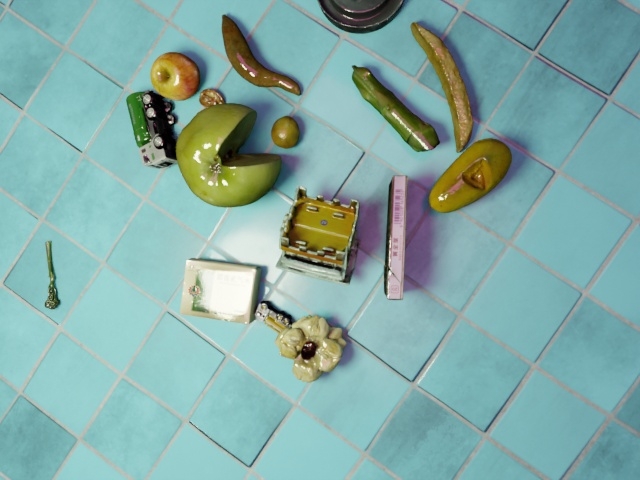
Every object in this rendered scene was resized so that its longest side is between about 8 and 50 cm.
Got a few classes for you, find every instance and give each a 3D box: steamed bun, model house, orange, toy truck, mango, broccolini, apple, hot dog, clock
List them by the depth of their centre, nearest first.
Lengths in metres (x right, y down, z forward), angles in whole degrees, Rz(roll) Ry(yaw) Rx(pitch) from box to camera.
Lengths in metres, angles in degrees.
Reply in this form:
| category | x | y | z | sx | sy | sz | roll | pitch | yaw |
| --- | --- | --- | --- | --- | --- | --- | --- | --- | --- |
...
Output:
| category | x | y | z | sx | sy | sz | roll | pitch | yaw |
| --- | --- | --- | --- | --- | --- | --- | --- | --- | --- |
| mango | 0.412 | -0.173 | 1.246 | 0.262 | 0.167 | 0.130 | -43 | 71 | 7 |
| apple | -0.253 | -0.231 | 1.247 | 0.291 | 0.254 | 0.292 | 3 | 112 | 8 |
| model house | 0.000 | 0.000 | 1.251 | 0.224 | 0.215 | 0.199 | 13 | 59 | 5 |
| steamed bun | -0.017 | 0.308 | 1.283 | 0.192 | 0.106 | 0.178 | -33 | 103 | -4 |
| clock | 0.119 | -0.754 | 1.330 | 0.280 | 0.055 | 0.281 | 0 | 90 | 6 |
| orange | -0.103 | -0.322 | 1.331 | 0.085 | 0.085 | 0.095 | 11 | 92 | 6 |
| toy truck | -0.138 | 0.234 | 1.341 | 0.123 | 0.052 | 0.063 | 33 | 98 | 4 |
| apple | -0.430 | -0.492 | 1.350 | 0.146 | 0.146 | 0.147 | 0 | 89 | 6 |
| toy truck | -0.510 | -0.339 | 1.362 | 0.124 | 0.101 | 0.243 | -18 | 85 | 18 |
| hot dog | -0.336 | -0.431 | 1.379 | 0.083 | 0.035 | 0.058 | 29 | 96 | 6 |
| broccolini | -0.853 | 0.109 | 1.420 | 0.044 | 0.042 | 0.218 | -5 | 87 | 5 |

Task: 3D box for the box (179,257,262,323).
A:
| category | x | y | z | sx | sy | sz | roll | pitch | yaw |
| --- | --- | --- | --- | --- | --- | --- | --- | --- | --- |
| box | -0.293 | 0.148 | 1.338 | 0.211 | 0.095 | 0.168 | 7 | 87 | 5 |

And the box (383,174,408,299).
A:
| category | x | y | z | sx | sy | sz | roll | pitch | yaw |
| --- | --- | --- | --- | --- | --- | --- | --- | --- | --- |
| box | 0.207 | -0.005 | 1.246 | 0.047 | 0.180 | 0.325 | 3 | 89 | 5 |

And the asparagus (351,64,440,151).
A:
| category | x | y | z | sx | sy | sz | roll | pitch | yaw |
| --- | --- | --- | --- | --- | --- | --- | --- | --- | --- |
| asparagus | 0.209 | -0.379 | 1.303 | 0.343 | 0.085 | 0.082 | 46 | 105 | 10 |

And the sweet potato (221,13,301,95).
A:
| category | x | y | z | sx | sy | sz | roll | pitch | yaw |
| --- | --- | --- | --- | --- | --- | --- | --- | --- | --- |
| sweet potato | -0.207 | -0.538 | 1.348 | 0.346 | 0.079 | 0.108 | 45 | 81 | 1 |

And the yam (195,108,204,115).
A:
| category | x | y | z | sx | sy | sz | roll | pitch | yaw |
| --- | --- | --- | --- | --- | --- | --- | --- | --- | --- |
| yam | -0.364 | -0.327 | 1.366 | 0.069 | 0.070 | 0.147 | 24 | 92 | 6 |

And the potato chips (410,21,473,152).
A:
| category | x | y | z | sx | sy | sz | roll | pitch | yaw |
| --- | --- | --- | --- | --- | --- | --- | --- | --- | --- |
| potato chips | 0.365 | -0.458 | 1.299 | 0.080 | 0.057 | 0.407 | -20 | 87 | 2 |
